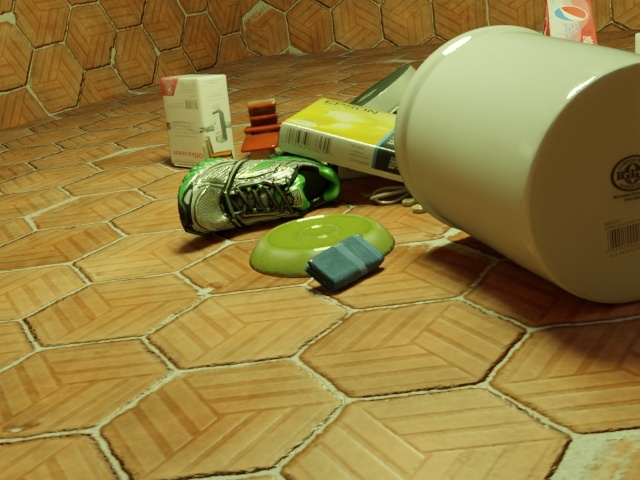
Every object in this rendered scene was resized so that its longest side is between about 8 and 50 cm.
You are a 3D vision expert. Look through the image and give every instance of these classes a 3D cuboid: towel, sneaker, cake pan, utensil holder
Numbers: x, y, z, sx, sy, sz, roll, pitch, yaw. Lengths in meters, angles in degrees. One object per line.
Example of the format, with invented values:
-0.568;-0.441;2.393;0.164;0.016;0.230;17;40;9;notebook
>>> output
0.037;0.034;1.373;0.067;0.029;0.119;41;43;23;towel
-0.110;-0.094;1.695;0.344;0.134;0.146;-21;22;-37;sneaker
0.126;-0.325;2.221;0.293;0.054;0.293;-35;11;8;cake pan
0.322;-0.120;1.274;0.328;0.327;0.385;-13;19;-14;utensil holder

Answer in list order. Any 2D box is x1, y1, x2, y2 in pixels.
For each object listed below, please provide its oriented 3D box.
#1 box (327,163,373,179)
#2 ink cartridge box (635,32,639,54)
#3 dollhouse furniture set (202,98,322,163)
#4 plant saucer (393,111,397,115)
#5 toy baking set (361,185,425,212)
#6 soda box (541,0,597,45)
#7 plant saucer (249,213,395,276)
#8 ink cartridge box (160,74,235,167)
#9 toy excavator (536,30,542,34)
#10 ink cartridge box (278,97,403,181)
0.086;-0.183;1.981;0.137;0.072;0.126;-6;19;7;box
0.889;-0.414;2.183;0.171;0.168;0.233;-15;19;-22;ink cartridge box
-0.136;-0.238;2.149;0.262;0.135;0.259;-8;18;1;dollhouse furniture set
0.327;-0.295;2.206;0.332;0.084;0.332;-7;17;2;plant saucer
0.204;-0.100;1.741;0.197;0.030;0.256;-21;22;-34;toy baking set
0.486;-0.386;1.813;0.092;0.083;0.263;4;41;6;soda box
0.000;0.000;1.512;0.241;0.037;0.241;-7;18;2;plant saucer
-0.297;-0.291;2.251;0.092;0.217;0.159;-17;19;-41;ink cartridge box
0.575;-0.267;1.874;0.433;0.222;0.445;-17;32;-19;toy excavator
0.115;-0.212;1.843;0.304;0.072;0.307;15;28;15;ink cartridge box
